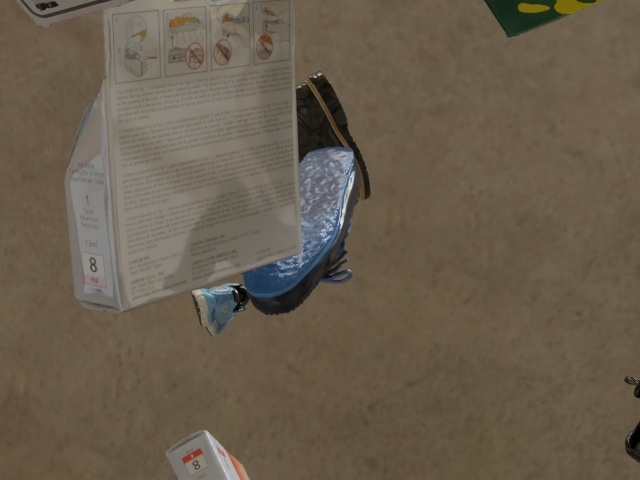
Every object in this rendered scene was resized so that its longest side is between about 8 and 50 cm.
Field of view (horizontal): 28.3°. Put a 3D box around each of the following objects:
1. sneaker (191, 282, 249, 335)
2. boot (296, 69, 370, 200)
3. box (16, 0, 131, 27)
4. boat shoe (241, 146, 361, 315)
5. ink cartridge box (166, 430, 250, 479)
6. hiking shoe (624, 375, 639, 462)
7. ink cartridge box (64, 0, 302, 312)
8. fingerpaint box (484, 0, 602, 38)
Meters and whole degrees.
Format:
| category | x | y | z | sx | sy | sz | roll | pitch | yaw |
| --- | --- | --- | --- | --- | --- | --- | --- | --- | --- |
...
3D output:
| category | x | y | z | sx | sy | sz | roll | pitch | yaw |
| --- | --- | --- | --- | --- | --- | --- | --- | --- | --- |
| sneaker | -0.128 | 0.092 | 1.748 | 0.073 | 0.162 | 0.063 | -17 | 85 | 0 |
| boot | -0.024 | -0.109 | 1.629 | 0.137 | 0.197 | 0.077 | -29 | 35 | -4 |
| box | -0.060 | -0.255 | 0.697 | 0.169 | 0.087 | 0.290 | -4 | 47 | 38 |
| boat shoe | 0.000 | 0.000 | 1.347 | 0.109 | 0.089 | 0.258 | 5 | 39 | 25 |
| ink cartridge box | -0.055 | 0.252 | 1.035 | 0.045 | 0.145 | 0.179 | -32 | 67 | -4 |
| hiking shoe | 0.428 | 0.266 | 1.556 | 0.114 | 0.086 | 0.226 | -9 | 89 | -8 |
| ink cartridge box | -0.091 | -0.084 | 0.870 | 0.066 | 0.232 | 0.189 | 4 | 14 | 39 |
| fingerpaint box | 0.174 | -0.459 | 1.100 | 0.371 | 0.163 | 0.444 | 50 | 42 | -26 |
